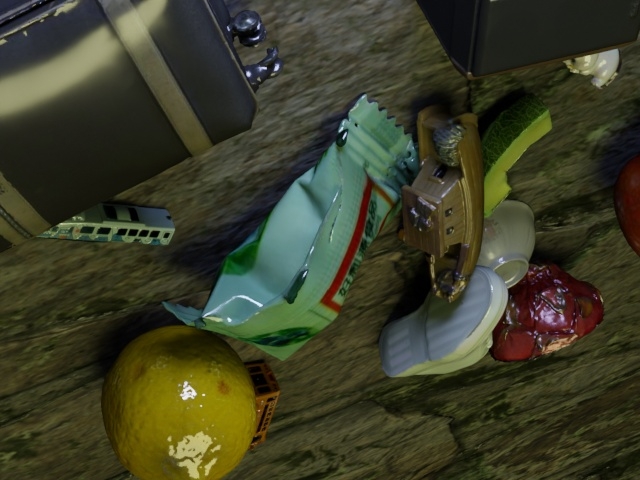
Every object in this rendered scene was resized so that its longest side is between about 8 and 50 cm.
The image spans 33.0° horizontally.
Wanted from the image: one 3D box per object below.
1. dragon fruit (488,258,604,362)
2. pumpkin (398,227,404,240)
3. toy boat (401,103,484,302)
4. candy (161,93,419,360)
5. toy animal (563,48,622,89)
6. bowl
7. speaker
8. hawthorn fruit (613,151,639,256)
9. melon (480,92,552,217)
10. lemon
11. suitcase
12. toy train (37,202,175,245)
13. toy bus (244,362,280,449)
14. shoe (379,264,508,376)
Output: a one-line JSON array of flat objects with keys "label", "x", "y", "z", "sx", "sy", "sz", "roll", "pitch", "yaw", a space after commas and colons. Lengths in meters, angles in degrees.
[{"label": "dragon fruit", "x": 0.371, "y": 0.102, "z": 1.879, "sx": 0.224, "sy": 0.148, "sz": 0.218, "roll": -28, "pitch": -173, "yaw": -24}, {"label": "pumpkin", "x": 0.154, "y": -0.031, "z": 1.651, "sx": 0.073, "sy": 0.035, "sz": 0.101, "roll": -28, "pitch": 168, "yaw": -20}, {"label": "toy boat", "x": 0.174, "y": -0.042, "z": 1.532, "sx": 0.121, "sy": 0.089, "sz": 0.321, "roll": -39, "pitch": 138, "yaw": -35}, {"label": "candy", "x": -0.004, "y": -0.004, "z": 1.518, "sx": 0.398, "sy": 0.172, "sz": 0.263, "roll": -52, "pitch": 153, "yaw": 0}, {"label": "toy animal", "x": 0.361, "y": -0.262, "z": 1.471, "sx": 0.124, "sy": 0.071, "sz": 0.085, "roll": 19, "pitch": 125, "yaw": -45}, {"label": "bowl", "x": 0.286, "y": 0.029, "z": 1.770, "sx": 0.189, "sy": 0.086, "sz": 0.189, "roll": -17, "pitch": 144, "yaw": -13}, {"label": "speaker", "x": 0.243, "y": -0.311, "z": 1.243, "sx": 0.231, "sy": 0.192, "sz": 0.153, "roll": -15, "pitch": 144, "yaw": -10}, {"label": "hawthorn fruit", "x": 0.617, "y": -0.058, "z": 1.696, "sx": 0.295, "sy": 0.311, "sz": 0.295, "roll": -13, "pitch": 129, "yaw": -17}, {"label": "melon", "x": 0.264, "y": -0.125, "z": 1.575, "sx": 0.118, "sy": 0.064, "sz": 0.209, "roll": -2, "pitch": 137, "yaw": -49}, {"label": "lemon", "x": -0.204, "y": 0.249, "z": 1.588, "sx": 0.228, "sy": 0.253, "sz": 0.228, "roll": -16, "pitch": 130, "yaw": -20}, {"label": "suitcase", "x": -0.265, "y": -0.161, "z": 1.098, "sx": 0.434, "sy": 0.194, "sz": 0.283, "roll": -26, "pitch": 144, "yaw": 0}, {"label": "toy train", "x": -0.288, "y": -0.023, "z": 1.376, "sx": 0.207, "sy": 0.043, "sz": 0.047, "roll": 3, "pitch": 132, "yaw": -35}, {"label": "toy bus", "x": -0.130, "y": 0.295, "z": 1.835, "sx": 0.088, "sy": 0.083, "sz": 0.194, "roll": -8, "pitch": 139, "yaw": -26}, {"label": "shoe", "x": 0.239, "y": 0.142, "z": 1.770, "sx": 0.160, "sy": 0.132, "sz": 0.363, "roll": 1, "pitch": 157, "yaw": -24}]
